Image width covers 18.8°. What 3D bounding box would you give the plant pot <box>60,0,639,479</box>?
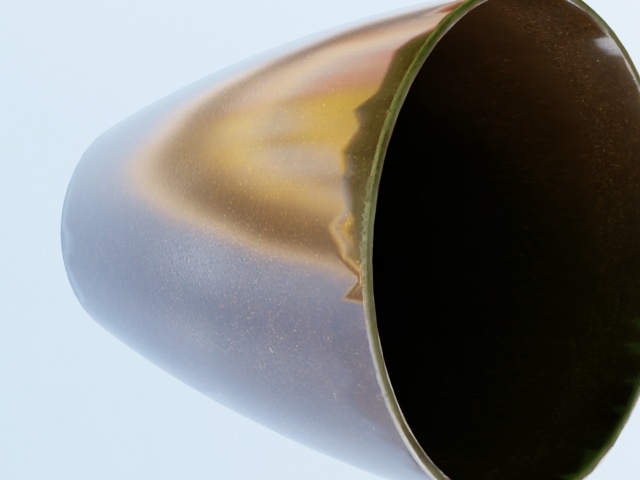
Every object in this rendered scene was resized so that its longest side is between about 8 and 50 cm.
[{"bbox_3d":[0.000,0.000,0.854,0.230,0.215,0.215,2,-155,40],"label":"plant pot"}]
